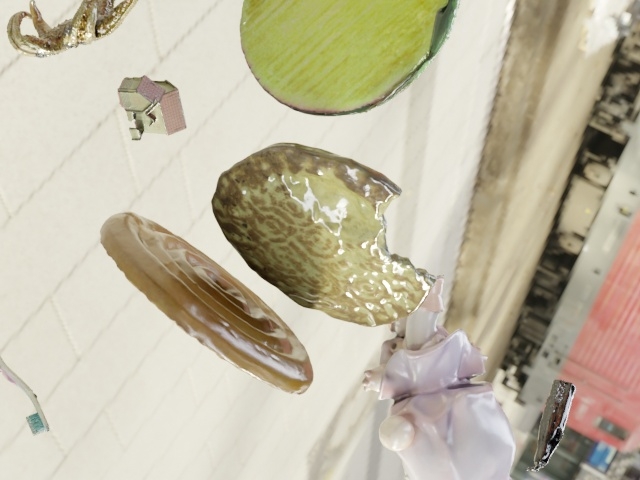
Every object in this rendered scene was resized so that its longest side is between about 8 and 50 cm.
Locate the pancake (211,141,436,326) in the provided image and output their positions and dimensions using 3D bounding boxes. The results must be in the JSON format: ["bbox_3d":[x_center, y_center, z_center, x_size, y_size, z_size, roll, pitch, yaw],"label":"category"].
[{"bbox_3d":[0.000,0.000,0.935,0.235,0.211,0.029,70,35,-42],"label":"pancake"}]

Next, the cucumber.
[{"bbox_3d":[0.337,0.275,1.452,0.039,0.043,0.163,-17,-144,43],"label":"cucumber"}]

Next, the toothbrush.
[{"bbox_3d":[-0.328,0.127,1.039,0.022,0.204,0.017,-20,140,-29],"label":"toothbrush"}]

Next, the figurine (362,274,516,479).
[{"bbox_3d":[0.133,0.175,1.112,0.133,0.276,0.200,-21,174,28],"label":"figurine"}]

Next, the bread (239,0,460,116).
[{"bbox_3d":[0.026,-0.219,0.888,0.033,0.228,0.229,10,109,-56],"label":"bread"}]

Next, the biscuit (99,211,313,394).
[{"bbox_3d":[-0.106,0.056,0.981,0.037,0.262,0.262,-52,164,5],"label":"biscuit"}]

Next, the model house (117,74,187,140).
[{"bbox_3d":[-0.185,-0.151,1.112,0.083,0.058,0.057,86,14,-47],"label":"model house"}]

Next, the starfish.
[{"bbox_3d":[-0.302,-0.291,1.279,0.146,0.189,0.074,-69,141,-64],"label":"starfish"}]
